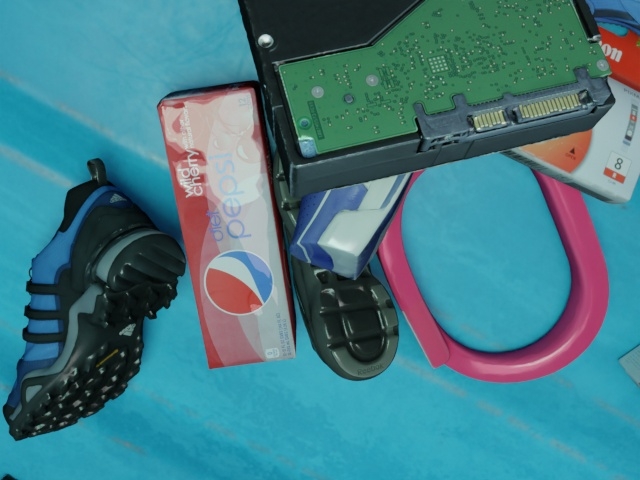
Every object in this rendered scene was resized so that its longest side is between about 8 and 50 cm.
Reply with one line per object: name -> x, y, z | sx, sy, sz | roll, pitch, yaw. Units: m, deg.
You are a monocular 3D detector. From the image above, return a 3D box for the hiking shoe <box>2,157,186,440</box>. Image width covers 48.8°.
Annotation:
hiking shoe -> -0.240, 0.074, 0.705 | 0.132, 0.113, 0.304 | 51, 118, 26

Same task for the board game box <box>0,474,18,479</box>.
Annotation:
board game box -> -0.319, 0.366, 0.818 | 0.186, 0.026, 0.126 | 35, 103, -11

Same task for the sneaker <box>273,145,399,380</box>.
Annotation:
sneaker -> 0.000, 0.000, 0.677 | 0.101, 0.106, 0.267 | -6, 85, -19

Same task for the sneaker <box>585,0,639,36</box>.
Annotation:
sneaker -> 0.294, -0.218, 0.620 | 0.209, 0.082, 0.069 | 26, 80, -9

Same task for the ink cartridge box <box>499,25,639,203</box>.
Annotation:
ink cartridge box -> 0.245, -0.142, 0.644 | 0.145, 0.045, 0.179 | 22, 91, -11

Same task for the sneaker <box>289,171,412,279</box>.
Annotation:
sneaker -> 0.012, -0.134, 0.602 | 0.182, 0.127, 0.315 | 21, 73, 6

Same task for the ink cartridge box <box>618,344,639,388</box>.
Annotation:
ink cartridge box -> 0.422, 0.110, 0.714 | 0.198, 0.115, 0.067 | -39, 103, 10

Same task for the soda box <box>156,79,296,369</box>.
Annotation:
soda box -> -0.083, -0.015, 0.679 | 0.092, 0.083, 0.263 | -8, 107, 1

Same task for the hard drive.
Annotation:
hard drive -> 0.048, -0.216, 0.530 | 0.237, 0.064, 0.339 | -14, 72, -7

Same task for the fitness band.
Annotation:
fitness band -> 0.171, 0.017, 0.716 | 0.209, 0.054, 0.291 | -25, 107, 3
